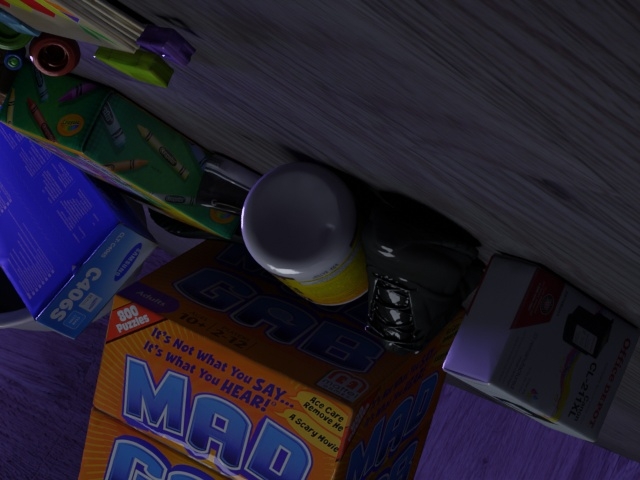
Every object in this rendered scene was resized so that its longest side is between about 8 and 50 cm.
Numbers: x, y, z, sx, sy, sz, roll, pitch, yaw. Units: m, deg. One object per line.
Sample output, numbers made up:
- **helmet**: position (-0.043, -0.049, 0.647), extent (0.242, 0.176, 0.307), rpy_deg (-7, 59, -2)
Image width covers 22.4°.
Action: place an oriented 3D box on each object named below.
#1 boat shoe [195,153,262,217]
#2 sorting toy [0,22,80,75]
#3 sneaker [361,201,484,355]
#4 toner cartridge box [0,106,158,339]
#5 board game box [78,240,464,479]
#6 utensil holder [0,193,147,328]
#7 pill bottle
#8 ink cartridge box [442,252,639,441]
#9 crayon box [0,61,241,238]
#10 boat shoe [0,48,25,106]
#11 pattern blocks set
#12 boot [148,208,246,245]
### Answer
- **boat shoe**: position (-0.050, -0.020, 1.916), extent (0.228, 0.076, 0.080), rpy_deg (30, 173, -30)
- **sorting toy**: position (-0.276, -0.194, 1.533), extent (0.102, 0.061, 0.042), rpy_deg (36, -155, -22)
- **sneaker**: position (0.095, 0.050, 1.640), extent (0.109, 0.130, 0.286), rpy_deg (26, 173, 21)
- **toner cartridge box**: position (-0.353, -0.045, 2.058), extent (0.075, 0.165, 0.348), rpy_deg (32, -167, -47)
- **board game box**: position (-0.070, 0.233, 2.207), extent (0.356, 0.356, 0.356), rpy_deg (24, -152, 19)
- **utensil holder**: position (-0.439, -0.025, 2.395), extent (0.327, 0.328, 0.385), rpy_deg (26, 177, 5)
- **pill bottle**: position (0.000, 0.000, 1.661), extent (0.117, 0.117, 0.215), rpy_deg (24, 174, 18)
- **ink cartridge box**: position (0.222, 0.108, 1.598), extent (0.175, 0.127, 0.072), rpy_deg (30, 171, -37)
- **crayon box**: position (-0.225, -0.104, 1.913), extent (0.165, 0.081, 0.278), rpy_deg (21, 172, 40)
- **boat shoe**: position (-0.364, -0.186, 1.914), extent (0.060, 0.064, 0.178), rpy_deg (29, 170, 32)
- **pattern blocks set**: position (-0.232, -0.203, 1.322), extent (0.325, 0.026, 0.285), rpy_deg (20, 172, 41)
- **boot**: position (-0.084, -0.004, 2.112), extent (0.246, 0.094, 0.207), rpy_deg (13, 163, 42)
